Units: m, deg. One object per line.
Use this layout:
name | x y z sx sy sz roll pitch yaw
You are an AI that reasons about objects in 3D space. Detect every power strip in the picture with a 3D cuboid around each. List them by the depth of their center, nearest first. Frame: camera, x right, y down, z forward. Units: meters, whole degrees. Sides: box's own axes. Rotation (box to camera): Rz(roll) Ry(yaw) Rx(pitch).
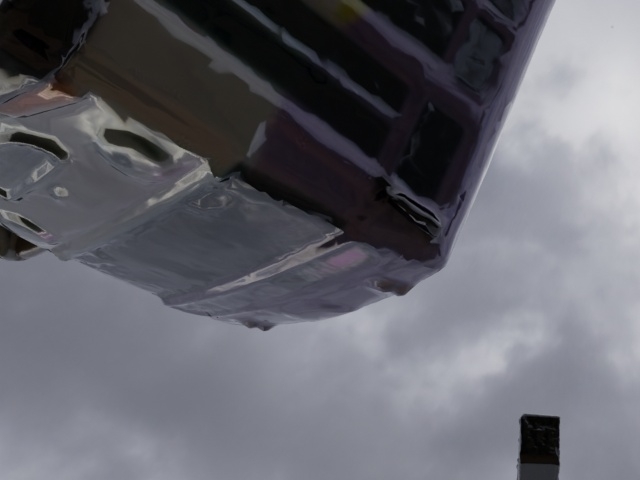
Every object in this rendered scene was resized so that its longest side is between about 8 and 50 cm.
power strip | 0.145 0.155 0.804 0.029 0.037 0.111 2 -35 9

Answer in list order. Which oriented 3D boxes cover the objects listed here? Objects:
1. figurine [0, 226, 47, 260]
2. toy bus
figurine | -0.257 0.004 0.849 0.197 0.094 0.147 -23 -105 41
toy bus | 0.000 -0.174 0.583 0.249 0.209 0.439 35 -117 -21
